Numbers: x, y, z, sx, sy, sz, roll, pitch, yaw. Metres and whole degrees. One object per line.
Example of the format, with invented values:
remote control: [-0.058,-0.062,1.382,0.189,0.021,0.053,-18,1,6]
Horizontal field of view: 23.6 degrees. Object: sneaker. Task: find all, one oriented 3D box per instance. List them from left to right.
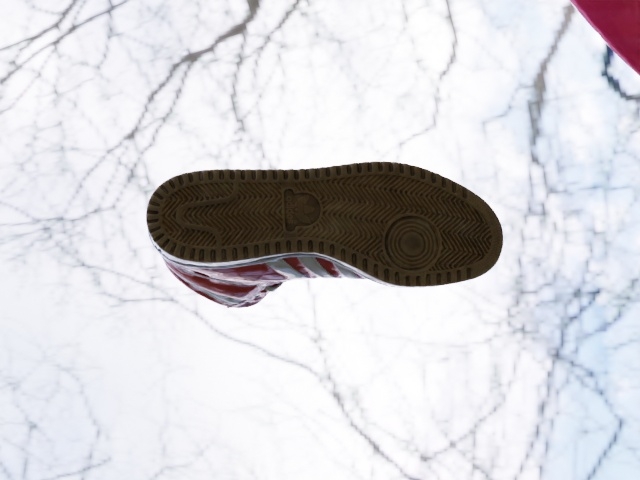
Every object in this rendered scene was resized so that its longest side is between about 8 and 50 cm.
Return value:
sneaker: [0.000,0.000,0.528,0.118,0.067,0.042,4,-103,-4]

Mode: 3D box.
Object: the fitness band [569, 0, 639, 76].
fitness band: [0.188,-0.102,0.635,0.291,0.054,0.209,20,-137,-33]
